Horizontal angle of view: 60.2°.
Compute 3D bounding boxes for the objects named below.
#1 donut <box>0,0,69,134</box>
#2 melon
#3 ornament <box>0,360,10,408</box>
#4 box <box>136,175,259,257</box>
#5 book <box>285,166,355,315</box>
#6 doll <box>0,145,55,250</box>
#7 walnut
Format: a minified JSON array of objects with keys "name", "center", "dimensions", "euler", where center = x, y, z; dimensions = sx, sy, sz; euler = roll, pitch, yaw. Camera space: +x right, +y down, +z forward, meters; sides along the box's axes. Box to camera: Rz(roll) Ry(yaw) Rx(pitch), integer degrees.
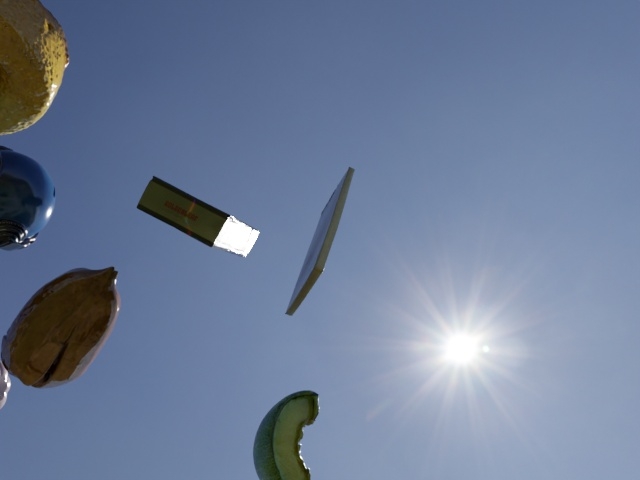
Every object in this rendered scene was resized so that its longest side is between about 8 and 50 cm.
[{"name":"donut","center":[-0.324,-0.163,0.491],"dimensions":[0.178,0.066,0.162],"euler":[13,-48,-36]},{"name":"melon","center":[-0.106,0.486,1.305],"dimensions":[0.129,0.265,0.169],"euler":[28,-44,-26]},{"name":"ornament","center":[-0.898,0.377,1.409],"dimensions":[0.177,0.177,0.178],"euler":[-1,-66,-3]},{"name":"box","center":[-0.278,-0.047,1.318],"dimensions":[0.198,0.310,0.084],"euler":[27,-93,7]},{"name":"book","center":[0.001,0.000,0.994],"dimensions":[0.018,0.242,0.170],"euler":[24,-38,-6]},{"name":"doll","center":[-0.775,-0.123,1.293],"dimensions":[0.240,0.284,0.310],"euler":[-22,-33,-2]},{"name":"walnut","center":[-0.578,0.187,1.267],"dimensions":[0.209,0.209,0.336],"euler":[40,-88,-19]}]
